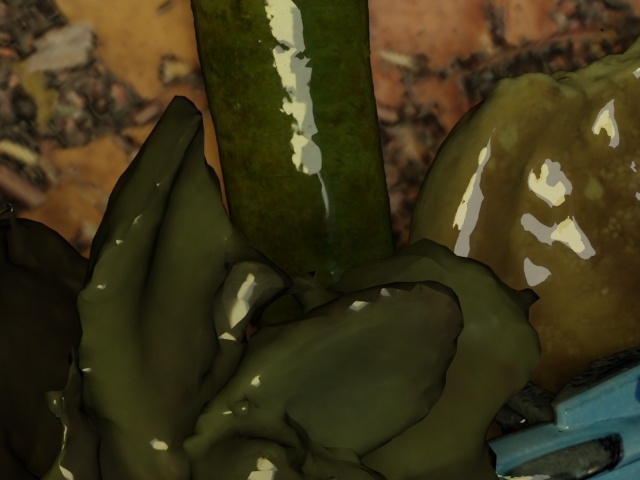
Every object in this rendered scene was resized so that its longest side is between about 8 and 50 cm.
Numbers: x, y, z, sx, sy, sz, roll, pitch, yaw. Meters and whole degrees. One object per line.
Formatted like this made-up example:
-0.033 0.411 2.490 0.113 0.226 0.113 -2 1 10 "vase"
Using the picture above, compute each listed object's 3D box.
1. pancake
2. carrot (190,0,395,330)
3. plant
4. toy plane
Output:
0.146 0.011 0.645 0.236 0.042 0.222 -3 99 -24 "pancake"
0.000 0.000 0.632 0.074 0.074 0.358 -10 99 -9 "carrot"
-0.084 0.093 0.472 0.215 0.312 0.213 36 46 -42 "plant"
0.129 0.063 0.587 0.246 0.078 0.169 -11 109 -14 "toy plane"
